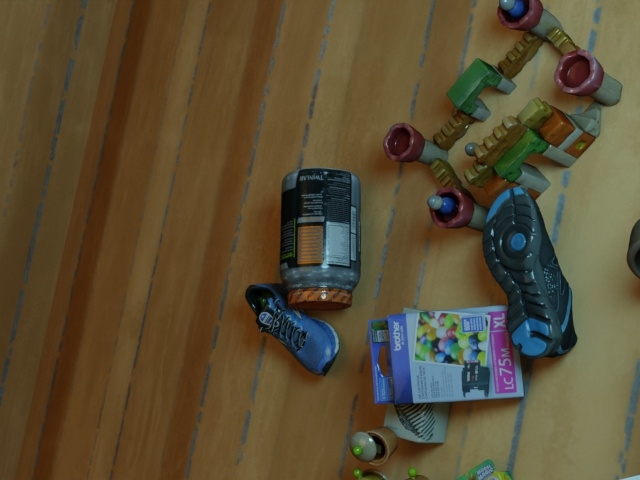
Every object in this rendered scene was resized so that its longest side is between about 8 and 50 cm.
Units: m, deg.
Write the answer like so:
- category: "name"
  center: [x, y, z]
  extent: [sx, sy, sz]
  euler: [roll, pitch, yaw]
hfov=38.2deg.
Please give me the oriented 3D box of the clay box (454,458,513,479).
- category: "clay box"
  center: [0.347, 0.555, 1.817]
  extent: [0.127, 0.053, 0.222]
  euler: [-41, 53, 30]

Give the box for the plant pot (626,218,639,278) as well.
- category: "plant pot"
  center: [0.656, -0.053, 1.545]
  extent: [0.263, 0.263, 0.229]
  euler: [-10, 56, 43]

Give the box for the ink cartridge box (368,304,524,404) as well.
- category: "ink cartridge box"
  center: [0.249, 0.235, 1.878]
  extent: [0.311, 0.065, 0.186]
  euler: [-6, 81, 16]

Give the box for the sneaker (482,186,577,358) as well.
- category: "sneaker"
  center: [0.411, 0.065, 1.805]
  extent: [0.125, 0.139, 0.341]
  euler: [-20, 70, 41]

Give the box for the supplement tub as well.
- category: "supplement tub"
  center: [0.000, 0.000, 2.192]
  extent: [0.193, 0.193, 0.316]
  euler: [-11, 73, 43]

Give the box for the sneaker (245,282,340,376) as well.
- category: "sneaker"
  center: [-0.083, 0.215, 2.255]
  extent: [0.330, 0.147, 0.130]
  euler: [41, 109, 41]

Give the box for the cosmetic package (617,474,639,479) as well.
- category: "cosmetic package"
  center: [0.482, 0.482, 1.519]
  extent: [0.225, 0.224, 0.138]
  euler: [91, 166, -65]

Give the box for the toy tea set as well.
- category: "toy tea set"
  center: [0.147, 0.552, 1.900]
  extent: [0.200, 0.124, 0.336]
  euler: [-45, 74, 32]

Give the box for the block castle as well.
- category: "block castle"
  center: [0.354, -0.254, 1.892]
  extent: [0.453, 0.212, 0.303]
  euler: [-48, 51, 25]

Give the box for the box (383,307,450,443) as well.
- category: "box"
  center: [0.220, 0.287, 1.976]
  extent: [0.113, 0.094, 0.275]
  euler: [4, 84, 45]
